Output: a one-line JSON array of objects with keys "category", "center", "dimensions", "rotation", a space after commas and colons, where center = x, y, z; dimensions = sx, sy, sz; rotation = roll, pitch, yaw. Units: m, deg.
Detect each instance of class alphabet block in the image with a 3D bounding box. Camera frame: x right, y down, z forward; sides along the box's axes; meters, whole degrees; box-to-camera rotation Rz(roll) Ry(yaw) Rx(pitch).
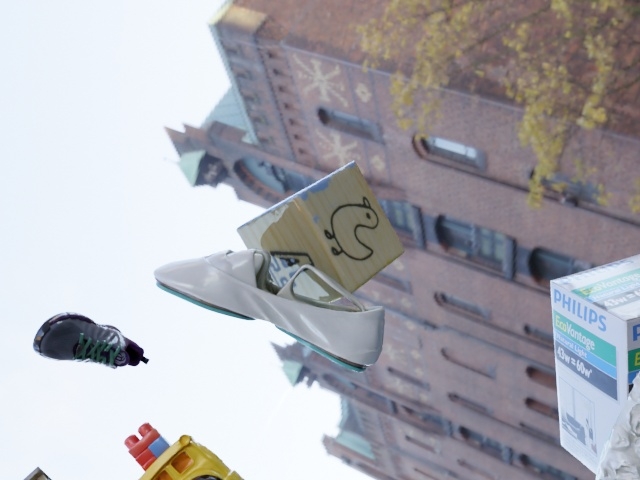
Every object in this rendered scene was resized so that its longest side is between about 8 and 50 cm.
[{"category": "alphabet block", "center": [0.000, 0.000, 1.526], "dimensions": [0.192, 0.193, 0.197], "rotation": [-35, -84, -44]}]

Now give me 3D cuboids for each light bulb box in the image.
[{"category": "light bulb box", "center": [0.641, 0.225, 1.527], "dimensions": [0.358, 0.225, 0.361], "rotation": [-15, -71, -15]}]

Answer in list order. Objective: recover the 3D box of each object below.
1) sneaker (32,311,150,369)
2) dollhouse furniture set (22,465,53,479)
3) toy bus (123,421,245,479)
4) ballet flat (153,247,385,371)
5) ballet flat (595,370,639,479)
[{"category": "sneaker", "center": [-0.375, 0.174, 1.385], "dimensions": [0.224, 0.098, 0.083], "rotation": [19, -88, -67]}, {"category": "dollhouse furniture set", "center": [-0.363, 0.425, 1.077], "dimensions": [0.161, 0.182, 0.101], "rotation": [-43, -40, -20]}, {"category": "toy bus", "center": [-0.270, 0.426, 1.411], "dimensions": [0.220, 0.211, 0.149], "rotation": [-45, -5, -13]}, {"category": "ballet flat", "center": [-0.075, 0.086, 1.382], "dimensions": [0.139, 0.400, 0.139], "rotation": [22, -90, -88]}, {"category": "ballet flat", "center": [0.339, 0.150, 0.720], "dimensions": [0.147, 0.147, 0.409], "rotation": [-48, -33, -40]}]
